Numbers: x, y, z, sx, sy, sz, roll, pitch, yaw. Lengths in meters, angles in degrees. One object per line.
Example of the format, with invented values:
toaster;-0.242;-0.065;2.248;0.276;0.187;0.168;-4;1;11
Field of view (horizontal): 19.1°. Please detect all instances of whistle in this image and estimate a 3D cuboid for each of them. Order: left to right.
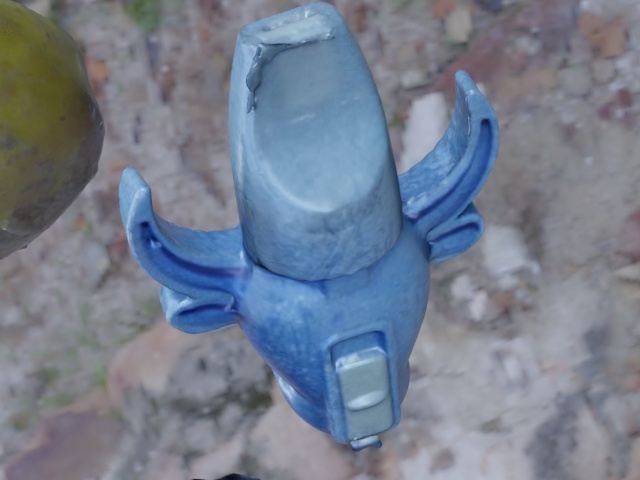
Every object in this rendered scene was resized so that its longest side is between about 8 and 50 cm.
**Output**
whistle;0.000;0.000;0.905;0.093;0.180;0.269;-116;14;-47

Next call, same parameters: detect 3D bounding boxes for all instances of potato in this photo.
potato;-0.257;-0.058;1.080;0.266;0.229;0.229;-2;102;8

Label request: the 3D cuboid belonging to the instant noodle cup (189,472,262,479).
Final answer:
instant noodle cup;-0.072;0.222;0.937;0.177;0.208;0.126;26;123;20
